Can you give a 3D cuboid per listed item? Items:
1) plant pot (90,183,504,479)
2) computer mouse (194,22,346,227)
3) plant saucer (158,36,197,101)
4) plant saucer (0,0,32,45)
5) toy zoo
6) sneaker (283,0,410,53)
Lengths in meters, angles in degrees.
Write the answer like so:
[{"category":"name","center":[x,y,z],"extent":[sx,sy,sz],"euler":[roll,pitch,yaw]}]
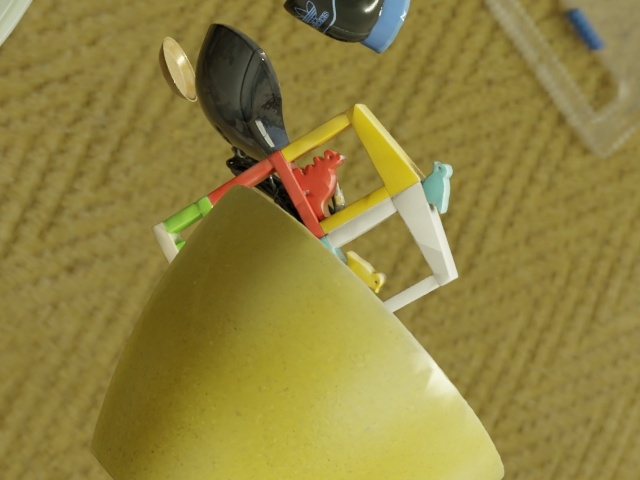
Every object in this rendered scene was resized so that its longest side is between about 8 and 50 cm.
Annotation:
[{"category":"plant pot","center":[-0.020,0.062,0.521],"extent":[0.095,0.134,0.134],"euler":[-41,112,-10]},{"category":"computer mouse","center":[-0.054,-0.094,1.597],"extent":[0.060,0.184,0.262],"euler":[-43,153,-21]},{"category":"plant saucer","center":[-0.173,-0.203,1.872],"extent":[0.015,0.083,0.083],"euler":[-21,110,16]},{"category":"plant saucer","center":[-0.265,-0.175,0.601],"extent":[0.400,0.100,0.400],"euler":[-14,122,-23]},{"category":"toy zoo","center":[0.000,0.000,1.507],"extent":[0.293,0.030,0.192],"euler":[-31,84,17]},{"category":"sneaker","center":[0.024,-0.257,1.225],"extent":[0.090,0.081,0.232],"euler":[18,56,-21]}]
